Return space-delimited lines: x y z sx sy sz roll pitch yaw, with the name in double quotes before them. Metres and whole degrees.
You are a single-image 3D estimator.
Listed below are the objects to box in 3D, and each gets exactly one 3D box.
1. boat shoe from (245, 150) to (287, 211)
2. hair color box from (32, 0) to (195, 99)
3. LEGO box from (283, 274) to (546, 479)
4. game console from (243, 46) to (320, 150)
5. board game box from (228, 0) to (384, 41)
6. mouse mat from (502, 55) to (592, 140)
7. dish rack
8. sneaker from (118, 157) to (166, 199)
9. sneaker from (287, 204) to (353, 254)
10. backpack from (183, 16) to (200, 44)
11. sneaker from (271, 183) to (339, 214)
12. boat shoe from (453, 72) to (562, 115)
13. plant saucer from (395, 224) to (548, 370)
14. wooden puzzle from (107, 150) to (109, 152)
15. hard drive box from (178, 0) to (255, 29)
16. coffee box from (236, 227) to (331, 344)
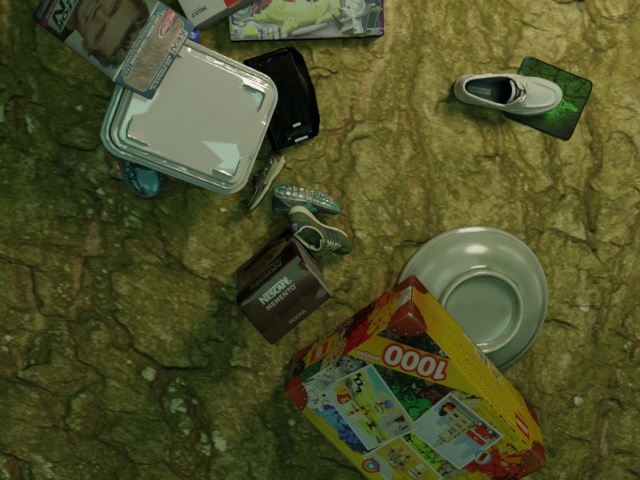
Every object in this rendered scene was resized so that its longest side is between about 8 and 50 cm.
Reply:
"boat shoe" -0.135 -0.138 1.697 0.049 0.056 0.152 32 87 -6
"hair color box" -0.421 -0.438 1.460 0.174 0.347 0.105 -58 146 7
"LEGO box" 0.224 0.389 1.729 0.372 0.193 0.500 -37 105 22
"game console" -0.181 -0.287 1.633 0.361 0.044 0.213 -20 104 -13
"board game box" -0.033 -0.551 1.619 0.347 0.056 0.208 -4 99 -5
"mouse mat" 0.545 -0.339 1.751 0.190 0.007 0.152 19 100 -9
"dish rack" -0.264 -0.268 1.541 0.333 0.072 0.285 20 91 -23
"sneaker" -0.401 -0.213 1.606 0.104 0.125 0.261 -9 103 -10
"sneaker" 0.000 0.000 1.699 0.192 0.086 0.064 34 123 -29
"backpack" -0.313 -0.426 1.587 0.098 0.101 0.120 26 96 -21
"sneaker" -0.039 -0.080 1.723 0.167 0.065 0.076 14 117 -6
"boat shoe" 0.441 -0.338 1.693 0.258 0.084 0.095 1 101 -3
"plant saucer" 0.382 0.166 1.797 0.401 0.100 0.400 -2 103 -6
"wooden puzzle" -0.462 -0.226 1.661 0.049 0.006 0.083 -7 104 -5
"hard drive box" -0.234 -0.590 1.529 0.181 0.089 0.232 -25 97 16
"coffee box" -0.089 0.091 1.624 0.168 0.297 0.119 -39 104 3
